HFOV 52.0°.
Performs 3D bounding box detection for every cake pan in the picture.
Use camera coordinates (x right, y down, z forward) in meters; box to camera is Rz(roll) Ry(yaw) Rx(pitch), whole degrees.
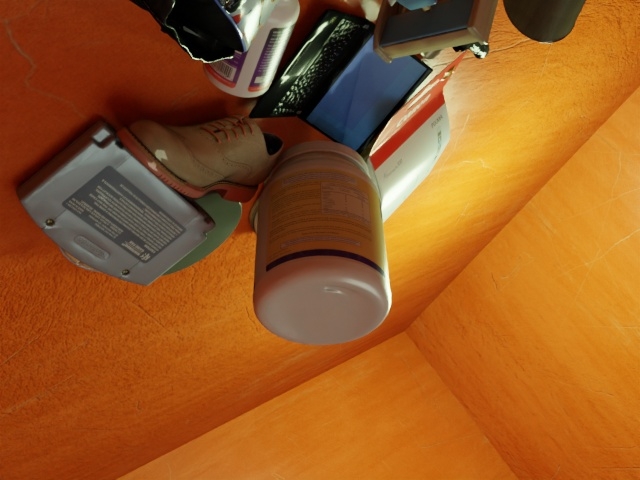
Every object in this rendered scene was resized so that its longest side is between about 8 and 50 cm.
[{"bbox_3d":[-0.281,-0.026,1.323,0.293,0.054,0.293,-31,159,-14],"label":"cake pan"}]

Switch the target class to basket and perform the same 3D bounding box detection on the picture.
[{"bbox_3d":[0.456,-0.525,1.228,0.154,0.204,0.227,6,156,-4],"label":"basket"}]

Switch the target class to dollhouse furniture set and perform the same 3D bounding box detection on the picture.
[{"bbox_3d":[0.122,-0.465,0.995,0.303,0.198,0.286,30,71,-43],"label":"dollhouse furniture set"}]

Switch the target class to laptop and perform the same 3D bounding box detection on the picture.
[{"bbox_3d":[0.042,-0.271,1.191,0.234,0.136,0.264,-48,168,26],"label":"laptop"}]

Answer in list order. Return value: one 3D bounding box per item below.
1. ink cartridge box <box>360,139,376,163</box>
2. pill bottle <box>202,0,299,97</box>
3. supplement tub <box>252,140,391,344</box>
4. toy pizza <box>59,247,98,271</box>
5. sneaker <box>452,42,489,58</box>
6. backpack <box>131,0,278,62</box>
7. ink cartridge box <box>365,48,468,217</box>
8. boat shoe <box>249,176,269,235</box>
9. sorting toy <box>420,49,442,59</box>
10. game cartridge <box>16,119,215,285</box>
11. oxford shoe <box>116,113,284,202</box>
[{"bbox_3d":[0.052,-0.146,1.613,0.235,0.056,0.171,-39,161,0],"label":"ink cartridge box"},{"bbox_3d":[-0.094,-0.309,0.932,0.108,0.108,0.193,-20,154,-38],"label":"pill bottle"},{"bbox_3d":[0.000,0.000,1.221,0.241,0.331,0.241,0,141,0],"label":"supplement tub"},{"bbox_3d":[-0.359,-0.009,1.162,0.201,0.032,0.201,-16,138,-15],"label":"toy pizza"},{"bbox_3d":[0.319,-0.437,1.425,0.089,0.051,0.170,-36,155,-4],"label":"sneaker"},{"bbox_3d":[-0.144,-0.319,0.656,0.213,0.276,0.263,-49,164,-7],"label":"backpack"},{"bbox_3d":[0.207,-0.204,1.475,0.308,0.091,0.385,-44,169,-32],"label":"ink cartridge box"},{"bbox_3d":[-0.082,-0.067,1.487,0.113,0.103,0.302,-26,157,-27],"label":"boat shoe"},{"bbox_3d":[0.226,-0.451,1.247,0.348,0.047,0.196,-44,154,17],"label":"sorting toy"},{"bbox_3d":[-0.331,-0.044,1.077,0.198,0.062,0.297,-35,140,6],"label":"game cartridge"},{"bbox_3d":[-0.184,-0.162,1.089,0.146,0.140,0.397,-46,169,13],"label":"oxford shoe"}]
